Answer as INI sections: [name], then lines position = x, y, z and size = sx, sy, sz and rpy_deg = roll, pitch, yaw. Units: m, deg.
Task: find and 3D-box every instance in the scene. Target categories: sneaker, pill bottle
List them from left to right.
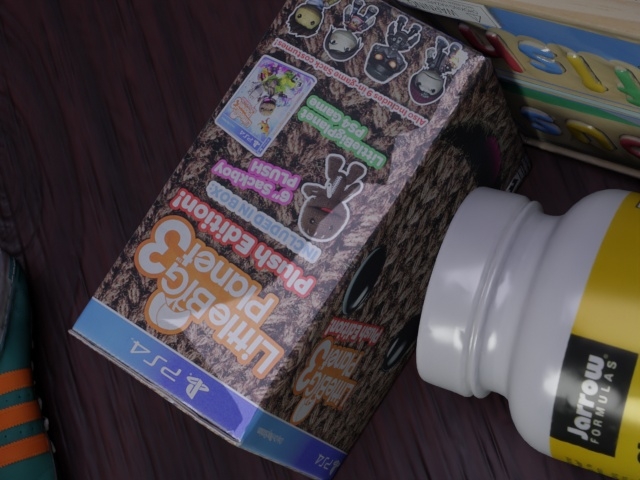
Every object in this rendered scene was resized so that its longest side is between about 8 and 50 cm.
[sneaker]
position = -0.258, 0.151, 1.188
size = 0.108, 0.121, 0.302
rpy_deg = -19, 51, 32
[pill bottle]
position = 0.242, 0.075, 1.020
size = 0.334, 0.188, 0.188
rpy_deg = 16, 80, 19

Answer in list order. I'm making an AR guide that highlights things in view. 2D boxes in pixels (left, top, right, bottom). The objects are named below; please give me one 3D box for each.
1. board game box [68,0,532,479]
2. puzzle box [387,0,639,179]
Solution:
[board game box]
position = 0.000, 0.000, 1.082
size = 0.141, 0.232, 0.291
rpy_deg = 31, 86, 20
[puzzle box]
position = 0.249, -0.084, 0.964
size = 0.409, 0.272, 0.052
rpy_deg = 21, 81, 37
